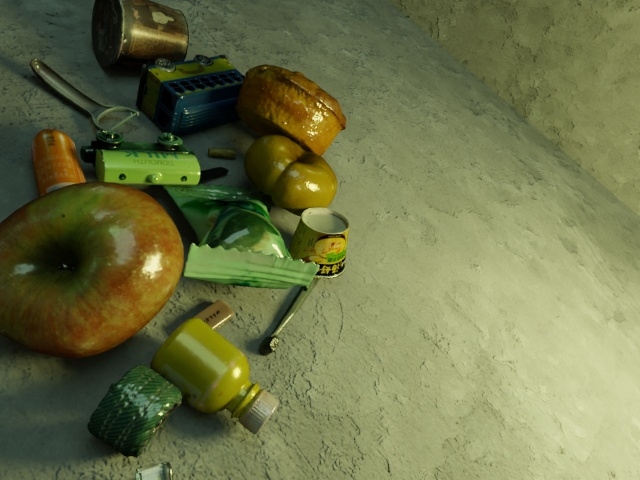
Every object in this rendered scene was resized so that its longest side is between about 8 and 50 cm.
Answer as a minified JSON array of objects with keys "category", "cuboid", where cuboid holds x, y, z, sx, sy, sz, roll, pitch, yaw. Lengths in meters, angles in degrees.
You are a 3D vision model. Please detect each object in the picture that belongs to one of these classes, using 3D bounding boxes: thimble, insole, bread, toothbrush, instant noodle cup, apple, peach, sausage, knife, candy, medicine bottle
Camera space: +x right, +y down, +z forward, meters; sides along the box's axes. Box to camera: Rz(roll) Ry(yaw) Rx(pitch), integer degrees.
[{"category":"thimble","cuboid":[-0.282,0.263,0.757,0.090,0.135,0.118,36,38,4]},{"category":"insole","cuboid":[-0.298,-0.167,1.248,0.053,0.002,0.153,32,35,28]},{"category":"bread","cuboid":[-0.078,-0.345,1.346,0.313,0.172,0.312,27,-1,0]},{"category":"toothbrush","cuboid":[-0.053,0.143,1.090,0.030,0.031,0.297,53,38,-14]},{"category":"instant noodle cup","cuboid":[-0.504,-0.585,1.394,0.208,0.217,0.217,-6,53,-43]},{"category":"apple","cuboid":[-0.385,0.052,0.833,0.310,0.250,0.277,-19,78,-12]},{"category":"peach","cuboid":[-0.075,-0.163,1.231,0.251,0.153,0.251,30,11,-7]},{"category":"instant noodle cup","cuboid":[0.000,0.000,1.165,0.152,0.122,0.151,11,30,-6]},{"category":"sausage","cuboid":[-0.533,-0.124,1.014,0.093,0.093,0.312,-6,54,-35]},{"category":"knife","cuboid":[-0.601,-0.348,1.216,0.278,0.053,0.123,33,46,2]},{"category":"candy","cuboid":[-0.194,-0.034,1.079,0.263,0.171,0.397,11,31,-31]},{"category":"medicine bottle","cuboid":[-0.174,0.241,0.852,0.213,0.121,0.122,37,42,6]}]

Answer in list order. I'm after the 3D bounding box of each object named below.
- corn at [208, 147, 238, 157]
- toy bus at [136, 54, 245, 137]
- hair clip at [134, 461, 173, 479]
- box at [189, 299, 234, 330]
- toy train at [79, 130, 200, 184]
[{"category":"corn","cuboid":[-0.261,-0.237,1.329,0.084,0.027,0.028,0,71,-30]},{"category":"toy bus","cuboid":[-0.337,-0.404,1.363,0.175,0.138,0.288,43,43,14]},{"category":"hair clip","cuboid":[-0.228,0.430,0.680,0.159,0.071,0.218,-9,49,-30]},{"category":"box","cuboid":[-0.223,0.160,0.973,0.048,0.025,0.115,44,43,11]},{"category":"toy train","cuboid":[-0.394,-0.173,1.112,0.254,0.105,0.157,-4,37,-36]}]
